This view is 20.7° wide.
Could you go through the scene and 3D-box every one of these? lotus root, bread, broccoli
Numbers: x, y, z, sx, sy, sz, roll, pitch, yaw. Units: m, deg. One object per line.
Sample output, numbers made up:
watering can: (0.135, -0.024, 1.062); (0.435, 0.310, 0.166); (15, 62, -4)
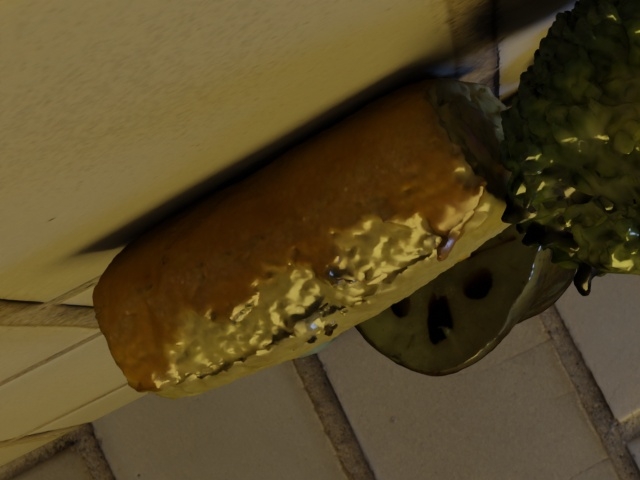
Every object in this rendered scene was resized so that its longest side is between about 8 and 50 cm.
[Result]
lotus root: (0.142, 0.004, 1.808); (0.250, 0.250, 0.346); (-28, 173, 18)
bread: (0.000, 0.000, 1.546); (0.375, 0.165, 0.236); (-29, 178, 19)
broccoli: (0.312, -0.093, 1.388); (0.348, 0.281, 0.293); (-47, 160, 3)

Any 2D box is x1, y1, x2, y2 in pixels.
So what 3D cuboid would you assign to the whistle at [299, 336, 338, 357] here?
whistle: (-0.032, 0.055, 1.951); (0.163, 0.163, 0.289); (-27, 174, 6)
